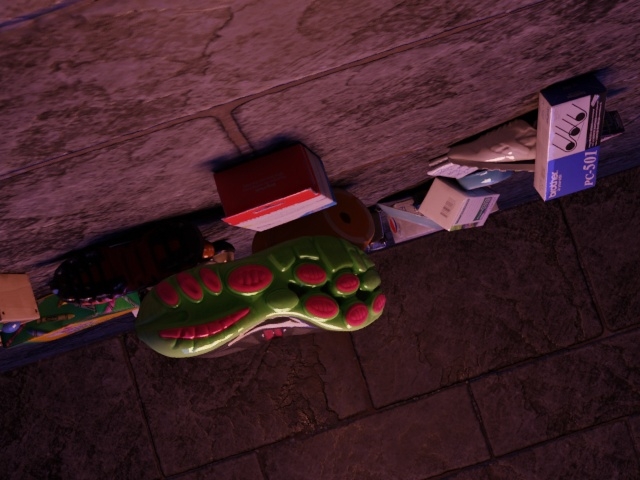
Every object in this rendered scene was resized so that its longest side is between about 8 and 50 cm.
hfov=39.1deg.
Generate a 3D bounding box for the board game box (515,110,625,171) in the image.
[{"bbox_3d":[0.459,-0.187,1.684,0.170,0.048,0.141,-25,174,41],"label":"board game box"}]

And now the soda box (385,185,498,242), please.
[{"bbox_3d":[0.324,-0.080,2.415,0.286,0.098,0.091,-17,175,-17],"label":"soda box"}]

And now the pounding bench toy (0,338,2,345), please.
[{"bbox_3d":[-0.793,0.233,2.144,0.083,0.052,0.065,-20,174,26],"label":"pounding bench toy"}]

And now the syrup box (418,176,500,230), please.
[{"bbox_3d":[0.336,-0.092,2.159,0.236,0.096,0.093,-7,128,-59],"label":"syrup box"}]

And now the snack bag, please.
[{"bbox_3d":[0.414,-0.197,1.853,0.323,0.037,0.342,-21,174,25],"label":"snack bag"}]

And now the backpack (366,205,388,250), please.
[{"bbox_3d":[0.117,-0.025,2.265,0.084,0.105,0.114,-12,178,-2],"label":"backpack"}]

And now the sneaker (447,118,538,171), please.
[{"bbox_3d":[0.343,-0.174,1.640,0.235,0.095,0.090,2,-170,31],"label":"sneaker"}]

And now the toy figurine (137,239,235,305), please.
[{"bbox_3d":[-0.278,0.083,1.903,0.213,0.148,0.209,-17,169,11],"label":"toy figurine"}]

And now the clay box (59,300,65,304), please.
[{"bbox_3d":[-0.421,0.071,1.725,0.127,0.053,0.222,-15,175,-34],"label":"clay box"}]

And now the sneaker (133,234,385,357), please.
[{"bbox_3d":[-0.104,0.102,1.605,0.482,0.185,0.202,-5,171,-28],"label":"sneaker"}]

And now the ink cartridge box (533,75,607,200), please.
[{"bbox_3d":[0.409,-0.164,1.486,0.097,0.046,0.207,-17,136,-6],"label":"ink cartridge box"}]

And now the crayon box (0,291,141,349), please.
[{"bbox_3d":[-0.557,0.157,2.001,0.278,0.081,0.165,-21,174,25],"label":"crayon box"}]

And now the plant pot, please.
[{"bbox_3d":[0.000,0.000,1.763,0.205,0.205,0.188,-12,156,-47],"label":"plant pot"}]

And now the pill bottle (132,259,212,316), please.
[{"bbox_3d":[-0.339,0.117,2.121,0.214,0.117,0.117,-19,175,14],"label":"pill bottle"}]

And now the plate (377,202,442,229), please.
[{"bbox_3d":[0.224,-0.055,2.187,0.188,0.024,0.188,16,-177,-1],"label":"plate"}]

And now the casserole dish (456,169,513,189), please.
[{"bbox_3d":[0.385,-0.149,2.091,0.114,0.037,0.188,-13,-176,28],"label":"casserole dish"}]

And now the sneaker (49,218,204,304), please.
[{"bbox_3d":[-0.321,0.045,1.549,0.276,0.098,0.135,-20,172,3],"label":"sneaker"}]

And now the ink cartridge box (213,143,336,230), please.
[{"bbox_3d":[-0.065,-0.074,1.291,0.134,0.078,0.231,-19,175,7],"label":"ink cartridge box"}]

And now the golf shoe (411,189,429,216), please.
[{"bbox_3d":[0.278,-0.110,2.256,0.086,0.069,0.176,-44,175,-6],"label":"golf shoe"}]

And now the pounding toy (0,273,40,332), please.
[{"bbox_3d":[-0.583,0.128,1.556,0.181,0.094,0.206,-19,174,9],"label":"pounding toy"}]
